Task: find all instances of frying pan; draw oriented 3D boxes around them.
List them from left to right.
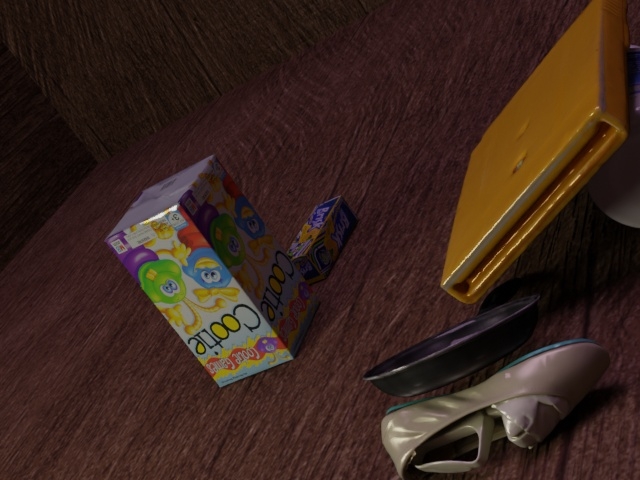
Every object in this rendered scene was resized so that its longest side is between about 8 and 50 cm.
[{"bbox_3d":[0.143,0.107,1.218,0.197,0.053,0.326,-26,-3,6],"label":"frying pan"}]

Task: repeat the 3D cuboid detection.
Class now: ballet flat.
[{"bbox_3d":[0.169,0.174,1.101,0.248,0.086,0.086,-27,21,29],"label":"ballet flat"}]

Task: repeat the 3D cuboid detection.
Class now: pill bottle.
[{"bbox_3d":[0.375,-0.138,1.347,0.152,0.152,0.272,-28,21,21],"label":"pill bottle"}]

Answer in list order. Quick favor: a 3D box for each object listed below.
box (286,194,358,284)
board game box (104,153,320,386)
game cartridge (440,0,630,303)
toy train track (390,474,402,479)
[{"bbox_3d":[0.000,0.000,1.810,0.059,0.054,0.169,-23,24,35],"label":"box"},{"bbox_3d":[-0.146,0.046,1.611,0.144,0.275,0.142,-24,22,29],"label":"board game box"},{"bbox_3d":[0.253,-0.114,1.312,0.285,0.052,0.324,-53,8,36],"label":"game cartridge"},{"bbox_3d":[0.053,0.269,1.154,0.083,0.014,0.048,-37,11,-22],"label":"toy train track"}]
